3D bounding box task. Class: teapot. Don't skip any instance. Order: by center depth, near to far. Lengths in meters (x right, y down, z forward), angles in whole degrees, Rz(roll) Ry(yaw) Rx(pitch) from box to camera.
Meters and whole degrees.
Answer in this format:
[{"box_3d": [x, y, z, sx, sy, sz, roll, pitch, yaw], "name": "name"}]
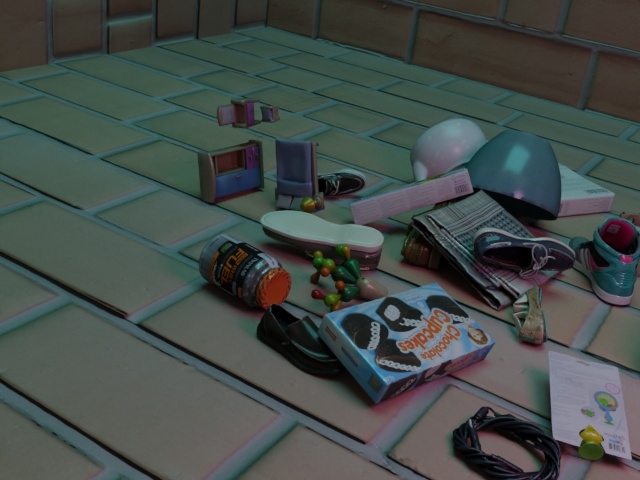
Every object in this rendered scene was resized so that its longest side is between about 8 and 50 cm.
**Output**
[{"box_3d": [0.407, -0.228, 2.377, 0.253, 0.256, 0.187, 17, 41, -50], "name": "teapot"}]

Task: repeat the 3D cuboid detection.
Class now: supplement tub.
[{"box_3d": [-0.161, 0.069, 1.707, 0.190, 0.116, 0.117, 26, 31, 34], "name": "supplement tub"}]

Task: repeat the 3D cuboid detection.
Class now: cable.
[{"box_3d": [0.317, 0.351, 1.344, 0.151, 0.047, 0.184, -16, 35, -39], "name": "cable"}]

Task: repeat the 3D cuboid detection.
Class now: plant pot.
[{"box_3d": [0.542, -0.193, 2.209, 0.290, 0.195, 0.290, 18, -2, 1], "name": "plant pot"}]

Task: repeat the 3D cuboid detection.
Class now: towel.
[{"box_3d": [0.420, 0.008, 1.947, 0.324, 0.056, 0.312, -22, 62, -44], "name": "towel"}]

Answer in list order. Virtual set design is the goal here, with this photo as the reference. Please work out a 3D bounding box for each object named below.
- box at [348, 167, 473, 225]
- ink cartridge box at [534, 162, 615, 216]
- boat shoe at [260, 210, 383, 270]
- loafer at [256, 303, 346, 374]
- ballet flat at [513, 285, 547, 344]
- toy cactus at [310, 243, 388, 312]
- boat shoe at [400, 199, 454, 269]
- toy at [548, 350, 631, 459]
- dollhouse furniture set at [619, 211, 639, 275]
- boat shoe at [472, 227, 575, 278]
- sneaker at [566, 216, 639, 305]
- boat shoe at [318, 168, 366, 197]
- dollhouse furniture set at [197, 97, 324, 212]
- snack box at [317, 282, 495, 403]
[{"box_3d": [0.238, -0.115, 2.098, 0.324, 0.067, 0.063, -17, 11, 6], "name": "box"}, {"box_3d": [0.710, -0.159, 2.467, 0.297, 0.066, 0.261, -5, 29, -26], "name": "ink cartridge box"}, {"box_3d": [-0.001, 0.003, 1.919, 0.305, 0.091, 0.109, 12, 38, 12], "name": "boat shoe"}, {"box_3d": [-0.036, 0.189, 1.540, 0.220, 0.078, 0.080, 23, 30, 29], "name": "loafer"}, {"box_3d": [0.459, 0.158, 1.754, 0.067, 0.073, 0.206, 3, 23, 9], "name": "ballet flat"}, {"box_3d": [0.059, 0.096, 1.764, 0.181, 0.112, 0.219, 26, 23, -6], "name": "toy cactus"}, {"box_3d": [0.276, -0.035, 2.045, 0.105, 0.110, 0.307, 13, 26, 9], "name": "boat shoe"}, {"box_3d": [0.485, 0.310, 1.464, 0.137, 0.056, 0.237, 14, 31, 5], "name": "toy"}, {"box_3d": [0.887, 0.010, 2.098, 0.184, 0.128, 0.129, 2, 27, -12], "name": "dollhouse furniture set"}, {"box_3d": [0.477, 0.034, 1.841, 0.255, 0.095, 0.079, 16, 36, -14], "name": "boat shoe"}, {"box_3d": [0.706, 0.015, 1.983, 0.124, 0.178, 0.295, 3, 26, -9], "name": "sneaker"}, {"box_3d": [0.026, -0.155, 2.270, 0.220, 0.077, 0.070, -4, 26, -4], "name": "boat shoe"}, {"box_3d": [-0.149, -0.214, 2.094, 0.304, 0.286, 0.198, 14, 24, 39], "name": "dollhouse furniture set"}, {"box_3d": [0.172, 0.190, 1.550, 0.322, 0.060, 0.187, -12, 48, -41], "name": "snack box"}]
